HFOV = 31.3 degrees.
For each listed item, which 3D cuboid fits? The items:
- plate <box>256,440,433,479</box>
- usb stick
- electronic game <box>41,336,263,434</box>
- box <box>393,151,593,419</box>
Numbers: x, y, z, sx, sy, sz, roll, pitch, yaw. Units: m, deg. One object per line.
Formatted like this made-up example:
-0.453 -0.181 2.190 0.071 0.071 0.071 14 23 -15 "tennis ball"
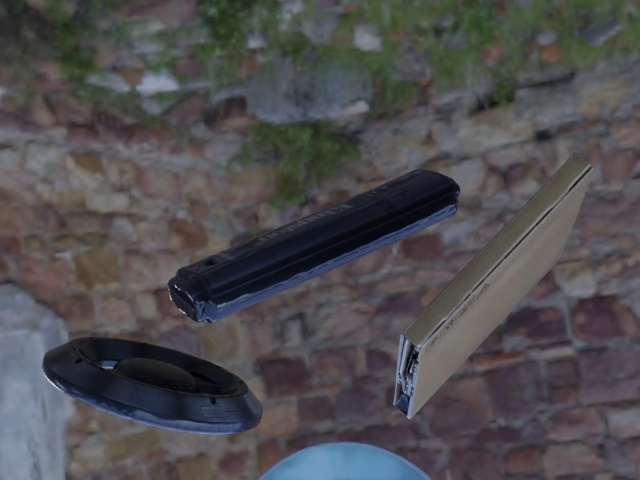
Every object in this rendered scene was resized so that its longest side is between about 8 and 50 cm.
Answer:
0.017 0.242 0.833 0.188 0.188 0.024 -9 162 13 "plate"
0.000 0.000 1.004 0.278 0.045 0.077 -24 -152 -25 "usb stick"
-0.170 0.149 1.167 0.229 0.048 0.229 15 -175 -1 "electronic game"
0.132 0.041 0.895 0.201 0.021 0.164 -44 160 -18 "box"
